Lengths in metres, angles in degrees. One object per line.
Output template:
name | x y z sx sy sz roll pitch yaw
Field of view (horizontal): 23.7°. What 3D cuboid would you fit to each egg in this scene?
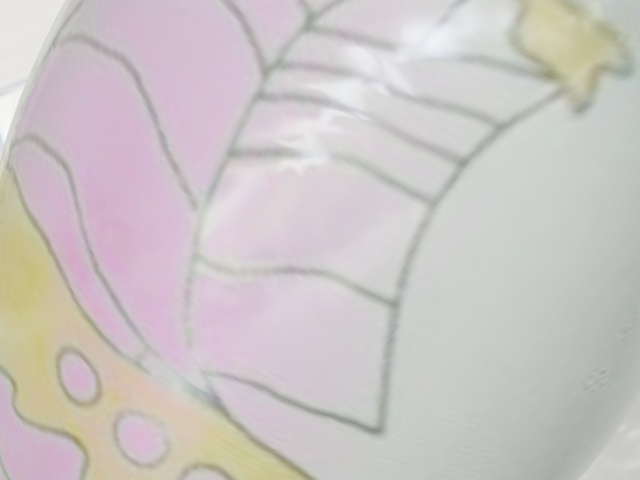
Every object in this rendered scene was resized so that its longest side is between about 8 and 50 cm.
egg | 0.000 0.000 0.428 0.271 0.196 0.196 -51 2 5
